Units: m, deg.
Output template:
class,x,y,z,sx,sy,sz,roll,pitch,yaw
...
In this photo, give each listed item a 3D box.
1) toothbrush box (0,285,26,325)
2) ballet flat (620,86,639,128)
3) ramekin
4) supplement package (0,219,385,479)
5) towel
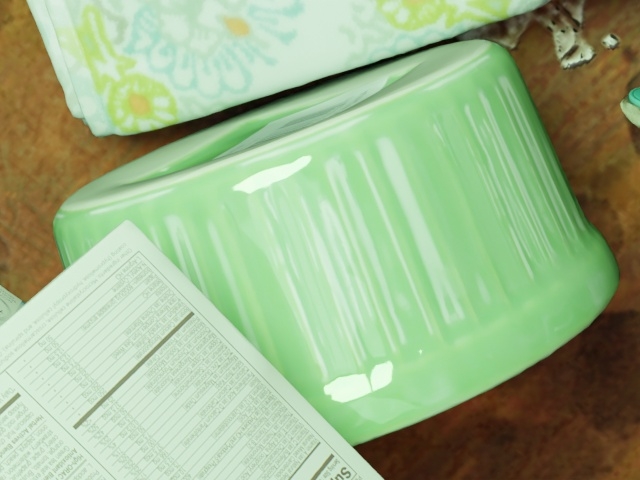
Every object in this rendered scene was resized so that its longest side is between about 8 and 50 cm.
class,x,y,z,sx,sy,sz,roll,pitch,yaw
toothbrush box,-0.190,0.170,0.947,0.216,0.295,0.126,36,108,-9
ballet flat,0.268,-0.064,0.967,0.168,0.057,0.052,2,120,3
ramekin,0.000,0.000,0.881,0.303,0.303,0.148,-19,100,10
supplement package,-0.092,0.177,0.701,0.263,0.198,0.199,46,137,-1
towel,-0.026,-0.253,0.899,0.374,0.090,0.320,-16,111,9
